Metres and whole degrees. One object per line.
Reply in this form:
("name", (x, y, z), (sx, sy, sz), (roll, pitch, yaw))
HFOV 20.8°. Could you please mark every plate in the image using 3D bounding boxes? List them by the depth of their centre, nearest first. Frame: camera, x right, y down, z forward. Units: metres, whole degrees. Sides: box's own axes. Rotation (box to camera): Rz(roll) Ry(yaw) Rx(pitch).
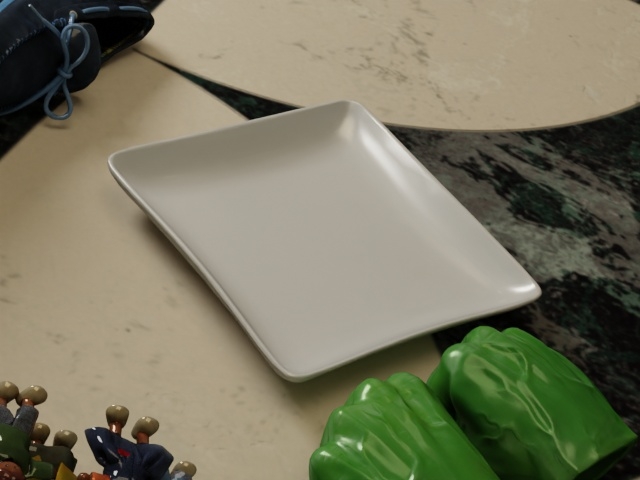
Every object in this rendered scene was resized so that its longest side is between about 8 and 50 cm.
("plate", (0.000, 0.000, 1.451), (0.277, 0.045, 0.278), (-17, 52, -36))

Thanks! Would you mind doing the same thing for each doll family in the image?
("doll family", (-0.150, 0.170, 1.163), (0.193, 0.076, 0.111), (13, 34, -15))

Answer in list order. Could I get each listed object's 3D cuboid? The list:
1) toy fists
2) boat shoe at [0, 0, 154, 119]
("toy fists", (0.105, 0.151, 1.283), (0.279, 0.096, 0.142), (-21, 64, -42))
("boat shoe", (-0.224, -0.174, 1.511), (0.089, 0.109, 0.258), (31, 42, 8))
